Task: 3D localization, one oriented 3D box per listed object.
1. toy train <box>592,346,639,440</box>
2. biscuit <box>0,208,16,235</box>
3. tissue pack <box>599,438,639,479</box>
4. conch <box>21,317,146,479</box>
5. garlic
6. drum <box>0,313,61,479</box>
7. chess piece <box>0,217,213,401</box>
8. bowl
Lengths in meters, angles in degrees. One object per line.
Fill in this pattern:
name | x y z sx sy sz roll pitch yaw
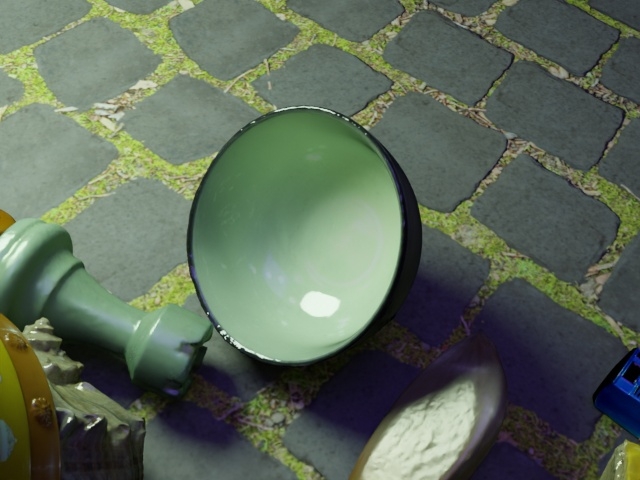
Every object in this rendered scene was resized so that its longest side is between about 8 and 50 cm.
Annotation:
toy train | 0.501 0.193 1.097 0.131 0.083 0.204 36 57 23
biscuit | -0.546 -0.040 1.153 0.170 0.050 0.170 17 12 -4
tissue pack | 0.430 0.424 0.759 0.382 0.293 0.228 21 28 12
conch | -0.299 0.265 0.882 0.210 0.297 0.352 -13 89 -38
garlic | 0.150 0.259 0.996 0.143 0.112 0.318 24 57 42
drum | -0.469 0.244 0.736 0.431 0.214 0.431 -8 75 29
chess piece | -0.303 0.108 1.039 0.299 0.194 0.195 23 53 2
bowl | 0.000 0.000 1.095 0.354 0.354 0.185 45 17 26
